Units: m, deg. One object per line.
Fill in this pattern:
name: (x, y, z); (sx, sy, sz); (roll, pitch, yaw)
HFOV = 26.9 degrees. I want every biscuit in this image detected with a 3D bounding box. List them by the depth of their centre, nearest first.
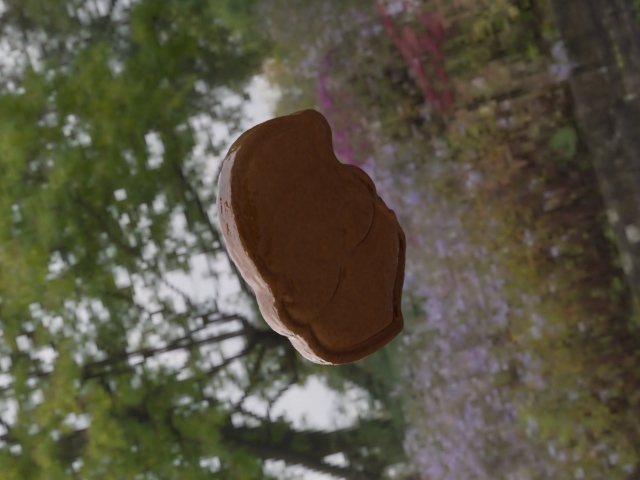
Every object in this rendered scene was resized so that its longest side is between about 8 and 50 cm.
biscuit: (0.000, 0.000, 0.653); (0.102, 0.019, 0.130); (-47, -67, -38)
